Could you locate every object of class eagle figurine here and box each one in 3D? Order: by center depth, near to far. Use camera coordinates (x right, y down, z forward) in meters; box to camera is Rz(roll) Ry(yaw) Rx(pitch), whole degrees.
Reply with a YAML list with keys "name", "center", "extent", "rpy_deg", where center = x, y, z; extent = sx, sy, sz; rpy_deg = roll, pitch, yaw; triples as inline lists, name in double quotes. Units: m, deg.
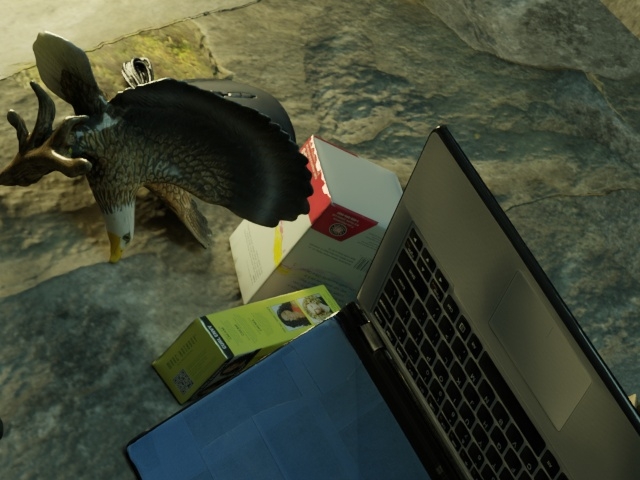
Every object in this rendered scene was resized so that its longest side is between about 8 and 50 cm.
- name: "eagle figurine"
  center: [-0.190, -0.085, 1.922]
  extent: [0.298, 0.225, 0.226]
  rpy_deg: [-2, 40, -37]

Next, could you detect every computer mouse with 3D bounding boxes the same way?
- name: "computer mouse"
  center: [-0.113, -0.142, 2.205]
  extent: [0.262, 0.060, 0.184]
  rpy_deg: [19, 35, -34]

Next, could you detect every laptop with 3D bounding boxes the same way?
- name: "laptop"
  center: [0.046, 0.192, 1.531]
  extent: [0.236, 0.408, 0.382]
  rpy_deg: [-15, 58, -28]

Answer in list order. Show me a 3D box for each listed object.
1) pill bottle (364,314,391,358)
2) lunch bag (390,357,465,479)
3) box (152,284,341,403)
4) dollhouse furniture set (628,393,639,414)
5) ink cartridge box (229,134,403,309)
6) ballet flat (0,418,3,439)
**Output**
- name: "pill bottle"
  center: [0.153, 0.094, 2.087]
  extent: [0.162, 0.162, 0.278]
  rpy_deg: [45, 19, 6]
- name: "lunch bag"
  center: [0.122, 0.245, 1.742]
  extent: [0.169, 0.287, 0.235]
  rpy_deg: [8, 48, -47]
- name: "box"
  center: [-0.070, 0.108, 1.900]
  extent: [0.058, 0.087, 0.232]
  rpy_deg: [53, 30, 15]
- name: "dollhouse furniture set"
  center: [0.448, 0.276, 2.261]
  extent: [0.151, 0.144, 0.123]
  rpy_deg: [49, 31, -18]
- name: "ink cartridge box"
  center: [0.000, 0.000, 2.034]
  extent: [0.128, 0.176, 0.127]
  rpy_deg: [23, 31, -31]
- name: "ballet flat"
  center: [-0.325, 0.177, 1.382]
  extent: [0.096, 0.095, 0.280]
  rpy_deg: [53, 29, -4]
